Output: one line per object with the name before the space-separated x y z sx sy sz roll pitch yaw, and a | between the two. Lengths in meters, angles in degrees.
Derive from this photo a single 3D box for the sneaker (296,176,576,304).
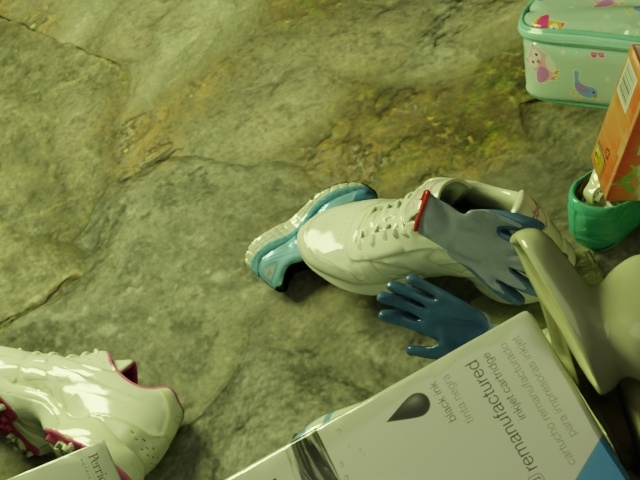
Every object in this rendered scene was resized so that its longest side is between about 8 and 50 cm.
sneaker | 0.104 -0.019 1.746 0.305 0.152 0.114 2 56 30

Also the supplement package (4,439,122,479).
supplement package | -0.201 0.348 1.517 0.145 0.204 0.262 -22 65 -14

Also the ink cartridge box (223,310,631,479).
ink cartridge box | 0.088 0.292 1.502 0.395 0.166 0.285 -30 63 2

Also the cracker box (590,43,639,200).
cracker box | 0.394 -0.113 1.650 0.232 0.155 0.067 0 49 -11

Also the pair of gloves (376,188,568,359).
pair of gloves | 0.144 0.046 1.665 0.159 0.198 0.023 25 33 8

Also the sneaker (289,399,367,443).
sneaker | 0.054 0.201 1.670 0.237 0.085 0.086 -30 25 -1

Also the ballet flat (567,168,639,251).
ballet flat | 0.352 -0.088 1.754 0.247 0.087 0.083 -39 48 -7

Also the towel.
towel | 0.226 0.075 1.730 0.148 0.027 0.110 -29 48 4

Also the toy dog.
toy dog | 0.424 0.056 1.491 0.408 0.284 0.395 -30 49 -1

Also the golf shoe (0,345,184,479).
golf shoe | -0.276 0.169 1.848 0.306 0.115 0.140 27 59 30

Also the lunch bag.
lunch bag | 0.355 -0.243 1.807 0.224 0.108 0.279 9 39 34

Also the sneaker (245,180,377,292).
sneaker | 0.000 0.000 1.881 0.162 0.063 0.073 -37 68 0
